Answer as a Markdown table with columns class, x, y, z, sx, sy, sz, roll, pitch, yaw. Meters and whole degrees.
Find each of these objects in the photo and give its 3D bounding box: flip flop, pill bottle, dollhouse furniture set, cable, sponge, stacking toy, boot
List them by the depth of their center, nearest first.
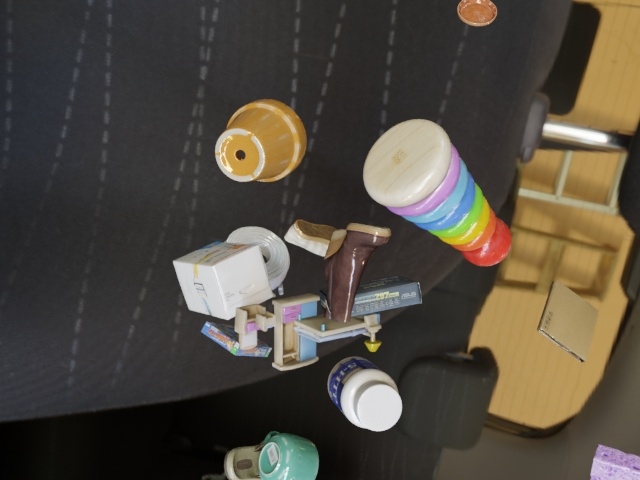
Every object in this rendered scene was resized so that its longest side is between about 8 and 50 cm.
| class | x | y | z | sx | sy | sz | roll | pitch | yaw |
| --- | --- | --- | --- | --- | --- | --- | --- | --- | --- |
| sponge | 0.464 | 0.345 | 0.831 | 0.031 | 0.210 | 0.117 | -48 | 140 | -42 |
| stacking toy | 0.208 | -0.047 | 1.018 | 0.330 | 0.141 | 0.141 | 37 | 64 | -43 |
| pill bottle | 0.086 | 0.293 | 1.215 | 0.187 | 0.112 | 0.112 | -176 | -79 | -78 |
| boot | 0.075 | 0.073 | 1.365 | 0.248 | 0.090 | 0.206 | 166 | -70 | -69 |
| flip flop | -0.142 | 0.577 | 1.696 | 0.277 | 0.080 | 0.112 | 14 | 55 | -54 |
| dollhouse furniture set | -0.029 | 0.284 | 1.707 | 0.286 | 0.303 | 0.198 | -8 | 103 | -37 |
| cable | -0.239 | 0.067 | 2.328 | 0.089 | 0.257 | 0.257 | 122 | -25 | -50 |

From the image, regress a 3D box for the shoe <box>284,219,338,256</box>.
| class | x | y | z | sx | sy | sz | roll | pitch | yaw |
| --- | --- | --- | --- | --- | --- | --- | --- | --- | --- |
| shoe | 0.000 | 0.000 | 1.644 | 0.219 | 0.076 | 0.058 | 19 | 127 | -41 |

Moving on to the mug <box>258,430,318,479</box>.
| class | x | y | z | sx | sy | sz | roll | pitch | yaw |
| --- | --- | --- | --- | --- | --- | --- | --- | --- | --- |
| mug | -0.092 | 0.515 | 1.485 | 0.097 | 0.158 | 0.129 | 29 | 66 | -36 |

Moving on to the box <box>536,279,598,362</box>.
| class | x | y | z | sx | sy | sz | roll | pitch | yaw |
| --- | --- | --- | --- | --- | --- | --- | --- | --- | --- |
| box | 0.724 | 0.234 | 1.859 | 0.201 | 0.164 | 0.021 | -55 | -178 | -38 |

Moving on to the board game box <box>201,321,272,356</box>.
| class | x | y | z | sx | sy | sz | roll | pitch | yaw |
| --- | --- | --- | --- | --- | --- | --- | --- | --- | --- |
| board game box | -0.244 | 0.293 | 1.877 | 0.035 | 0.136 | 0.201 | -61 | 157 | 0 |

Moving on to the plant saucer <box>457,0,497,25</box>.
| class | x | y | z | sx | sy | sz | roll | pitch | yaw |
| --- | --- | --- | --- | --- | --- | --- | --- | --- | --- |
| plant saucer | 0.333 | -0.487 | 1.361 | 0.013 | 0.083 | 0.083 | 90 | 19 | -61 |

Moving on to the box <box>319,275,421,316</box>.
| class | x | y | z | sx | sy | sz | roll | pitch | yaw |
| --- | --- | --- | --- | --- | --- | --- | --- | --- | --- |
| box | 0.123 | 0.144 | 1.645 | 0.183 | 0.233 | 0.059 | -157 | -123 | -81 |

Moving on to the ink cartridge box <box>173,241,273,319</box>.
| class | x | y | z | sx | sy | sz | roll | pitch | yaw |
| --- | --- | --- | --- | --- | --- | --- | --- | --- | --- |
| ink cartridge box | -0.288 | 0.112 | 1.884 | 0.171 | 0.233 | 0.168 | -27 | 110 | -37 |

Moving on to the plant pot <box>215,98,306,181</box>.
| class | x | y | z | sx | sy | sz | roll | pitch | yaw |
| --- | --- | --- | --- | --- | --- | --- | --- | --- | --- |
| plant pot | -0.160 | -0.230 | 1.558 | 0.188 | 0.205 | 0.205 | -48 | 148 | -63 |
